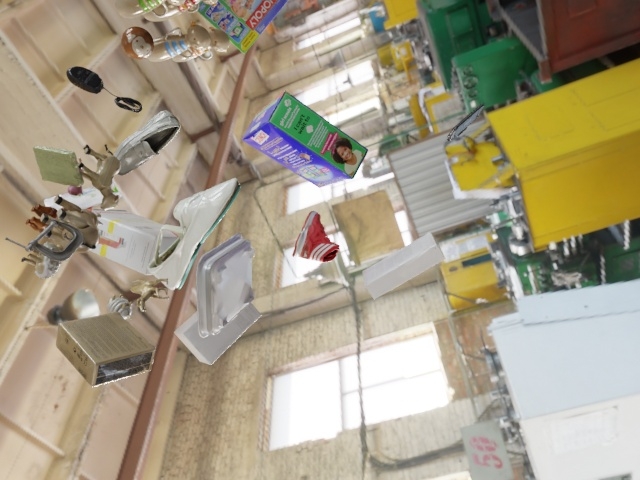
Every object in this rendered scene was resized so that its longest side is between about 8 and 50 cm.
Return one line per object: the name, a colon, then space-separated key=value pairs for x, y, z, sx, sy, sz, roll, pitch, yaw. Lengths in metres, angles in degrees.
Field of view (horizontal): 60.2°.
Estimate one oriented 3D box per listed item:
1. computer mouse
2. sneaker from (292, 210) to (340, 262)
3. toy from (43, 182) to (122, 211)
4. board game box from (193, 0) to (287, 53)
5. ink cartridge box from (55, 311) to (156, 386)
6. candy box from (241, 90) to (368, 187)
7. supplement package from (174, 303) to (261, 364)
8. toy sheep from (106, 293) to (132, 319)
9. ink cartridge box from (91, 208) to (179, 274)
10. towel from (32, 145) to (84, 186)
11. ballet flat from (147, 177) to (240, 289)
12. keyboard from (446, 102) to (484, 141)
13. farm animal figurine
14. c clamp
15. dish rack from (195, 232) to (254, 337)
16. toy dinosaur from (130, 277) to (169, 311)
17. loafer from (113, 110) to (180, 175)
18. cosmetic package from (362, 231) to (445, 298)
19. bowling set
computer mouse: x=-0.677 y=-0.465 z=1.730 sx=0.242 sy=0.041 sz=0.071 roll=30 pitch=-134 yaw=-15
sneaker: x=0.000 y=0.000 z=1.648 sx=0.221 sy=0.128 sz=0.087 roll=-68 pitch=-1 yaw=-51
toy: x=-0.812 y=-0.127 z=1.906 sx=0.137 sy=0.237 sz=0.056 roll=43 pitch=148 yaw=46
board game box: x=-0.232 y=-0.809 z=1.809 sx=0.214 sy=0.317 sz=0.046 roll=36 pitch=-171 yaw=-32
ink cartridge box: x=-0.639 y=0.317 z=1.641 sx=0.193 sy=0.235 sz=0.088 roll=-5 pitch=-63 yaw=-49
candy box: x=-0.055 y=-0.304 z=1.735 sx=0.317 sy=0.122 sz=0.268 roll=30 pitch=167 yaw=-21
supplement package: x=-0.429 y=0.346 z=2.299 sx=0.177 sy=0.293 sz=0.175 roll=52 pitch=155 yaw=-12
toy sheep: x=-0.767 y=0.261 z=2.116 sx=0.132 sy=0.091 sz=0.091 roll=34 pitch=174 yaw=27
ink cartridge box: x=-0.749 y=0.002 z=2.258 sx=0.279 sy=0.385 sz=0.160 roll=-1 pitch=-71 yaw=-67
towel: x=-0.720 y=-0.205 z=1.515 sx=0.027 sy=0.148 sz=0.110 roll=-53 pitch=-33 yaw=-52
ballet flat: x=-0.362 y=-0.026 z=1.506 sx=0.139 sy=0.400 sz=0.139 roll=28 pitch=-152 yaw=-16
keyboard: x=0.535 y=-0.434 z=2.053 sx=0.023 sy=0.180 sz=0.108 roll=44 pitch=158 yaw=16
farm animal figurine: x=-0.693 y=-0.079 z=1.607 sx=0.172 sy=0.330 sz=0.326 roll=34 pitch=-156 yaw=-39
c clamp: x=-0.681 y=-0.008 z=1.394 sx=0.137 sy=0.022 sz=0.160 roll=34 pitch=-151 yaw=-8
dish rack: x=-0.302 y=0.148 z=1.846 sx=0.333 sy=0.073 sz=0.285 roll=-42 pitch=-42 yaw=-65
toy dinosaur: x=-0.439 y=0.120 z=1.417 sx=0.183 sy=0.093 sz=0.053 roll=-135 pitch=49 yaw=-61
loafer: x=-0.668 y=-0.361 z=2.110 sx=0.111 sy=0.319 sz=0.112 roll=48 pitch=-176 yaw=34
cosmetic package: x=0.241 y=0.074 z=1.616 sx=0.060 sy=0.239 sz=0.099 roll=54 pitch=-166 yaw=-17
bowling set: x=-0.259 y=-0.395 z=0.988 sx=0.287 sy=0.154 sz=0.199 roll=60 pitch=-157 yaw=-54
